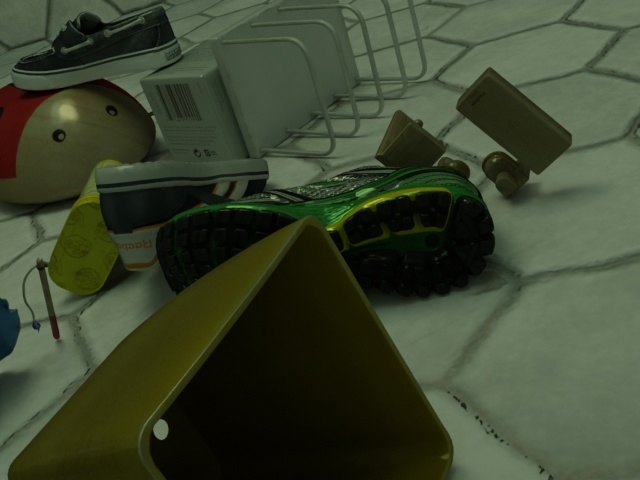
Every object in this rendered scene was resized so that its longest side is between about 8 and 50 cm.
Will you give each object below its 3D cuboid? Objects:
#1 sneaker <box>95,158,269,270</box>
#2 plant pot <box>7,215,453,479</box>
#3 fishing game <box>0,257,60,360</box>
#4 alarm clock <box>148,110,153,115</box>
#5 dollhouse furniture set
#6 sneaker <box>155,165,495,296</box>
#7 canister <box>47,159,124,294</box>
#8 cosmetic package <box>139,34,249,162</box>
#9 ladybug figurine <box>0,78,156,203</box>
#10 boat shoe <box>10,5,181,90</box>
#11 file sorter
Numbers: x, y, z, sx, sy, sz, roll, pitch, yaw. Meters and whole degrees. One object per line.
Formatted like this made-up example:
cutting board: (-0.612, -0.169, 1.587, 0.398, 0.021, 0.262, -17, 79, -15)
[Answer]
sneaker: (-0.160, -0.036, 1.042, 0.126, 0.127, 0.321, -5, 5, 24)
plant pot: (-0.065, 0.144, 0.550, 0.187, 0.212, 0.212, -18, 23, 35)
fishing game: (-0.389, 0.113, 0.855, 0.264, 0.189, 0.041, -23, 54, -27)
alarm clock: (-0.234, -0.271, 1.588, 0.192, 0.064, 0.129, 1, 33, 29)
dollhouse furniture set: (0.173, -0.125, 0.942, 0.151, 0.144, 0.123, -47, 10, 33)
sneaker: (0.000, 0.000, 0.869, 0.344, 0.134, 0.146, -5, 22, 8)
canister: (-0.287, -0.024, 1.093, 0.126, 0.073, 0.170, -61, 17, 19)
cosmetic package: (-0.151, -0.228, 1.345, 0.151, 0.151, 0.184, 7, 37, 41)
ladybug figurine: (-0.471, -0.195, 1.487, 0.305, 0.161, 0.449, -36, 31, -29)
boat shoe: (-0.371, -0.311, 1.349, 0.301, 0.102, 0.108, -4, 28, 22)
file sorter: (0.012, -0.268, 1.271, 0.173, 0.192, 0.278, 8, 38, 39)
